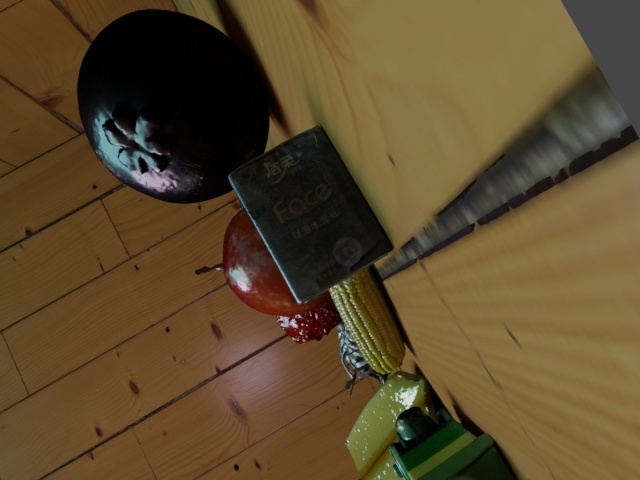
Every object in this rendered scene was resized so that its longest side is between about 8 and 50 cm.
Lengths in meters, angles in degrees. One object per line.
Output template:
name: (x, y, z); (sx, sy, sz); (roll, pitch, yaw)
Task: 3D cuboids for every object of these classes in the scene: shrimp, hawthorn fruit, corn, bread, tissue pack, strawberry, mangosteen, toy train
shrimp: (0.093, 0.267, 1.183); (0.221, 0.166, 0.411); (-27, 78, 67)
hawthorn fruit: (-0.094, 0.028, 0.752); (0.242, 0.271, 0.242); (160, 90, -90)
corn: (0.079, 0.128, 0.686); (0.248, 0.081, 0.081); (62, 176, -32)
bread: (0.153, 0.424, 0.845); (0.233, 0.244, 0.362); (59, 180, 38)
tissue pack: (-0.012, -0.026, 0.440); (0.156, 0.112, 0.051); (60, 176, 7)
strawberry: (-0.032, 0.191, 1.357); (0.258, 0.261, 0.261); (47, 179, -10)
mangosteen: (-0.228, -0.230, 0.715); (0.307, 0.306, 0.347); (62, -155, -30)
toy train: (0.203, 0.367, 0.538); (0.301, 0.120, 0.202); (60, 175, 1)

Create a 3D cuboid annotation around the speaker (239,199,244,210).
speaker: (-0.151, -0.059, 1.334); (0.198, 0.259, 0.329); (20, -169, -25)
